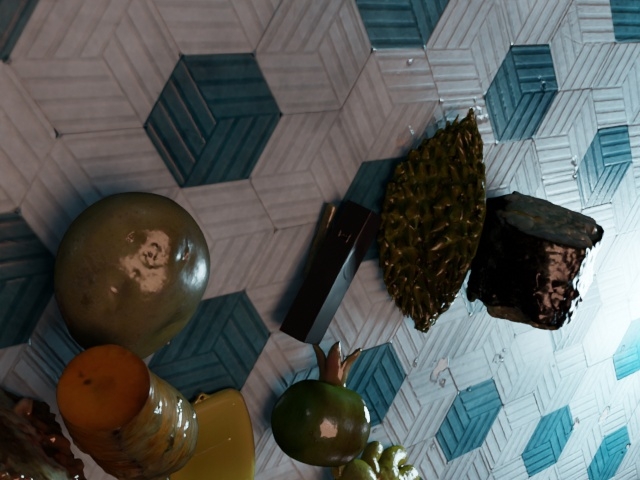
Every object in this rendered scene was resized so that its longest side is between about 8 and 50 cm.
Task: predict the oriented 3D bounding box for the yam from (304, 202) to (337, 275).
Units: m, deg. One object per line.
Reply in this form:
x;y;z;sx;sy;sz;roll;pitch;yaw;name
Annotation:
0.000;0.000;1.169;0.021;0.021;0.116;8;105;-42;yam

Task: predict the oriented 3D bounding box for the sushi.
0.353;0.031;1.312;0.350;0.211;0.171;-41;149;-68;sushi

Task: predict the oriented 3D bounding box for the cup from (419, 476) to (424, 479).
0.156;0.492;1.508;0.083;0.075;0.054;-15;82;-31;cup

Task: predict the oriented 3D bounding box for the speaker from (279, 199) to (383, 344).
0.019;0.050;1.174;0.218;0.044;0.082;-62;160;-2;speaker

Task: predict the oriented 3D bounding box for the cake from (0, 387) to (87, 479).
-0.405;0.277;0.790;0.282;0.255;0.290;-52;138;-10;cake

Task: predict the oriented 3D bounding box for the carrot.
-0.228;0.210;0.936;0.138;0.138;0.302;-41;158;-19;carrot

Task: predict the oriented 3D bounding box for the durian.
0.183;-0.015;1.289;0.198;0.163;0.394;-63;157;-59;durian

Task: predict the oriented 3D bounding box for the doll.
0.091;0.431;1.397;0.209;0.097;0.137;-2;72;-47;doll

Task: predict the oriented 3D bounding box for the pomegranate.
0.006;0.253;1.226;0.152;0.131;0.191;18;74;-38;pomegranate

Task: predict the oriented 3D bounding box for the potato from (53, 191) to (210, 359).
-0.220;0.046;0.918;0.177;0.160;0.235;11;122;-20;potato

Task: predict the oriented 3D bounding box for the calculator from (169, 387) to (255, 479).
-0.164;0.327;1.167;0.157;0.033;0.237;-20;119;-32;calculator
